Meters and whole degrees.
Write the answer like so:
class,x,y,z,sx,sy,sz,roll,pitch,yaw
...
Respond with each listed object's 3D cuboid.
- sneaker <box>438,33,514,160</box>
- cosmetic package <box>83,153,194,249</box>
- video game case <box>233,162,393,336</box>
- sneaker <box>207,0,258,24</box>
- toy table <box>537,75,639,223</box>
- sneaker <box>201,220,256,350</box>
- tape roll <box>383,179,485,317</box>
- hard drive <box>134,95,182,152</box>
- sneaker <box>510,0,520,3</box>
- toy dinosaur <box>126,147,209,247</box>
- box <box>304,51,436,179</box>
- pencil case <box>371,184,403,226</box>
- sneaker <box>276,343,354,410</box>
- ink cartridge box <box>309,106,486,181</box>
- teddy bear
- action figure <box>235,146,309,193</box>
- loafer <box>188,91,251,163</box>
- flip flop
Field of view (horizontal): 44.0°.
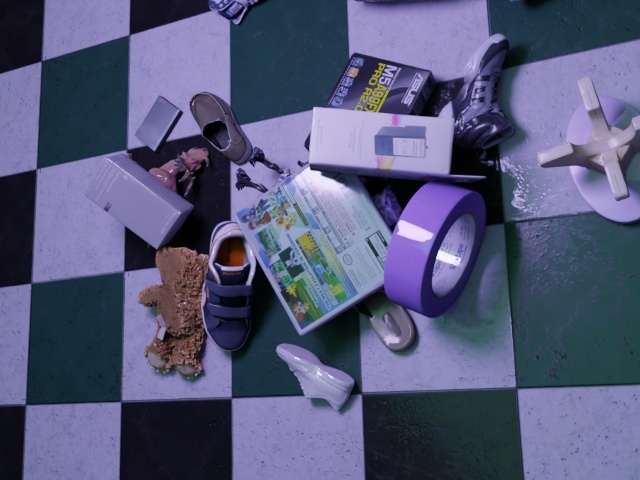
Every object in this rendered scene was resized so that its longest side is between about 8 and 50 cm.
class,x,y,z,sx,sy,sz,roll,pitch,yaw
sneaker,0.373,-0.306,1.730,0.153,0.101,0.268,35,103,28
cosmetic package,-0.457,-0.100,2.001,0.238,0.107,0.127,36,107,4
video game case,0.000,0.000,1.780,0.300,0.036,0.329,-33,77,14
sneaker,-0.181,-0.655,2.083,0.282,0.099,0.153,11,81,36
toy table,0.571,-0.180,1.564,0.252,0.161,0.274,-31,67,19
sneaker,-0.221,0.115,1.900,0.126,0.127,0.321,-2,95,-14
tape roll,0.240,0.018,1.633,0.090,0.275,0.274,21,91,30
hard drive,-0.451,-0.326,2.207,0.094,0.022,0.135,37,98,28
sneaker,0.471,-0.583,1.717,0.366,0.135,0.150,10,86,40
toy dinosaur,-0.413,-0.118,2.097,0.200,0.127,0.295,12,92,21
box,0.115,-0.295,1.849,0.216,0.060,0.270,22,78,30
pencil case,0.093,-0.043,1.829,0.206,0.088,0.086,-30,83,22
sneaker,-0.027,0.318,1.836,0.212,0.080,0.094,29,106,28
ink cartridge box,0.156,-0.193,1.645,0.354,0.207,0.119,5,91,0
teddy bear,-0.355,0.185,2.025,0.245,0.113,0.337,-11,83,32
action figure,-0.055,-0.128,1.899,0.276,0.141,0.164,24,84,13
loafer,-0.272,-0.308,2.072,0.094,0.087,0.251,-47,63,13
flip flop,0.111,0.131,1.789,0.112,0.080,0.277,-41,67,19
